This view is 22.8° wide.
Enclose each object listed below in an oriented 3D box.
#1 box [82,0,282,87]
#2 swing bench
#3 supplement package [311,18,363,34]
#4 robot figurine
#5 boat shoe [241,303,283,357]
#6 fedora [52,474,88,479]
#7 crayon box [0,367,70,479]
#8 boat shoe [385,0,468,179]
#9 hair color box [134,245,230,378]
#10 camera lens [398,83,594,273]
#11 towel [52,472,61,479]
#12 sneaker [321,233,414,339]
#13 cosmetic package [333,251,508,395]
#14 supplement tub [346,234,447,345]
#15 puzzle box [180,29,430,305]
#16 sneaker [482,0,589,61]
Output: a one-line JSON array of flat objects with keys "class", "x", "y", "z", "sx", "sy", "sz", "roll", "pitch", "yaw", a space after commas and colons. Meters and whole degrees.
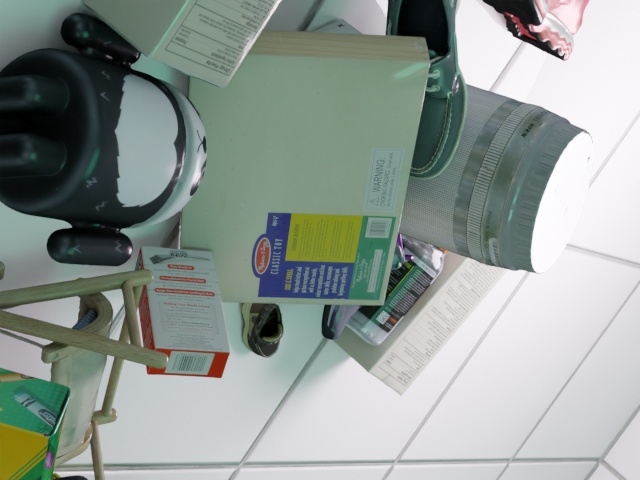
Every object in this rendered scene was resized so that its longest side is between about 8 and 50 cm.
[{"class": "box", "x": -0.089, "y": -0.325, "z": 1.622, "sx": 0.311, "sy": 0.121, "sz": 0.148, "roll": -55, "pitch": 150, "yaw": 10}, {"class": "swing bench", "x": -0.328, "y": 0.168, "z": 1.813, "sx": 0.254, "sy": 0.165, "sz": 0.253, "roll": 4, "pitch": 129, "yaw": -19}, {"class": "supplement package", "x": 0.014, "y": -0.163, "z": 1.969, "sx": 0.105, "sy": 0.105, "sz": 0.179, "roll": -28, "pitch": 144, "yaw": -33}, {"class": "robot figurine", "x": -0.236, "y": -0.102, "z": 1.630, "sx": 0.209, "sy": 0.173, "sz": 0.278, "roll": -55, "pitch": 150, "yaw": 15}, {"class": "boat shoe", "x": -0.078, "y": 0.126, "z": 2.241, "sx": 0.056, "sy": 0.049, "sz": 0.152, "roll": -40, "pitch": 150, "yaw": -17}, {"class": "fedora", "x": -0.317, "y": 0.409, "z": 1.944, "sx": 0.152, "sy": 0.334, "sz": 0.334, "roll": -23, "pitch": 153, "yaw": 11}, {"class": "crayon box", "x": -0.412, "y": 0.199, "z": 1.656, "sx": 0.081, "sy": 0.278, "sz": 0.165, "roll": -75, "pitch": -179, "yaw": -54}, {"class": "boat shoe", "x": 0.117, "y": -0.227, "z": 1.944, "sx": 0.099, "sy": 0.116, "sz": 0.319, "roll": -29, "pitch": 125, "yaw": -65}, {"class": "hair color box", "x": -0.167, "y": 0.085, "z": 1.900, "sx": 0.093, "sy": 0.167, "sz": 0.053, "roll": 5, "pitch": 135, "yaw": -18}, {"class": "camera lens", "x": 0.196, "y": -0.092, "z": 2.102, "sx": 0.219, "sy": 0.274, "sz": 0.219, "roll": -46, "pitch": 147, "yaw": -42}, {"class": "towel", "x": -0.296, "y": 0.417, "z": 2.093, "sx": 0.021, "sy": 0.237, "sz": 0.102, "roll": -3, "pitch": 127, "yaw": -61}, {"class": "sneaker", "x": 0.073, "y": 0.043, "z": 2.231, "sx": 0.083, "sy": 0.098, "sz": 0.224, "roll": -16, "pitch": 125, "yaw": -87}, {"class": "cosmetic package", "x": 0.163, "y": 0.075, "z": 2.447, "sx": 0.309, "sy": 0.113, "sz": 0.160, "roll": -48, "pitch": 151, "yaw": 0}, {"class": "supplement tub", "x": 0.099, "y": 0.049, "z": 2.324, "sx": 0.190, "sy": 0.117, "sz": 0.117, "roll": -50, "pitch": 151, "yaw": 2}, {"class": "puzzle box", "x": -0.032, "y": -0.077, "z": 1.912, "sx": 0.272, "sy": 0.052, "sz": 0.409, "roll": 2, "pitch": 135, "yaw": -8}, {"class": "sneaker", "x": 0.294, "y": -0.356, "z": 2.151, "sx": 0.136, "sy": 0.116, "sz": 0.314, "roll": -61, "pitch": 157, "yaw": 0}]
